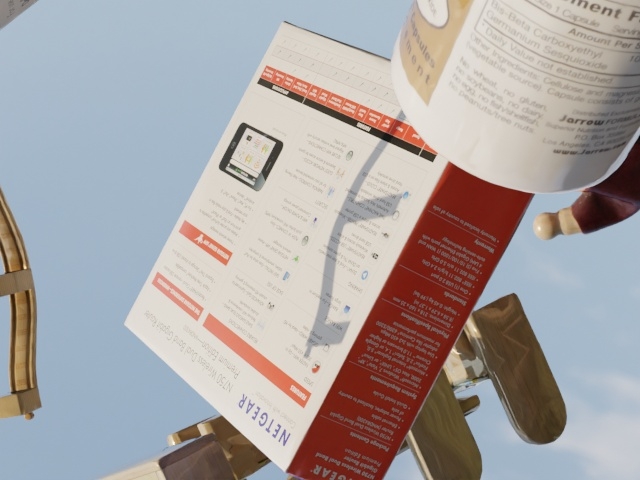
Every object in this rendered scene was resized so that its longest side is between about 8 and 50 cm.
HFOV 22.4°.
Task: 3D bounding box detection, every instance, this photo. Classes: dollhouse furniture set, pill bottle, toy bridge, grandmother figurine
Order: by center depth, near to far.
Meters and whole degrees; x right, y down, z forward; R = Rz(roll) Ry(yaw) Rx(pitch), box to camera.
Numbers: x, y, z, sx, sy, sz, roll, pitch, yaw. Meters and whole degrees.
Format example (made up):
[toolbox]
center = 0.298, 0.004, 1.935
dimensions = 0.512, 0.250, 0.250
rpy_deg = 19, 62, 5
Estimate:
[pill bottle]
center = 0.125, -0.141, 0.736
dimensions = 0.131, 0.229, 0.131
rpy_deg = 11, -133, -12
[toy bridge]
center = -0.218, 0.031, 1.104
dimensions = 0.026, 0.188, 0.063
rpy_deg = -10, -178, 14
[dollhouse furniture set]
center = 0.004, 0.266, 1.547
dimensions = 0.394, 0.256, 0.362
rpy_deg = -22, 178, -42
[grandmother figurine]
center = 0.261, -0.081, 1.549
dimensions = 0.342, 0.208, 0.104
rpy_deg = 10, -137, -12

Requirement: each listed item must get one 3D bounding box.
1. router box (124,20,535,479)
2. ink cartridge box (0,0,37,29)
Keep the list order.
[router box]
center = 0.000, 0.000, 1.272
dimensions = 0.082, 0.301, 0.335
rpy_deg = 26, -177, -31
[ink cartridge box]
center = -0.182, -0.243, 0.836
dimensions = 0.207, 0.353, 0.119
rpy_deg = 46, 165, 6
